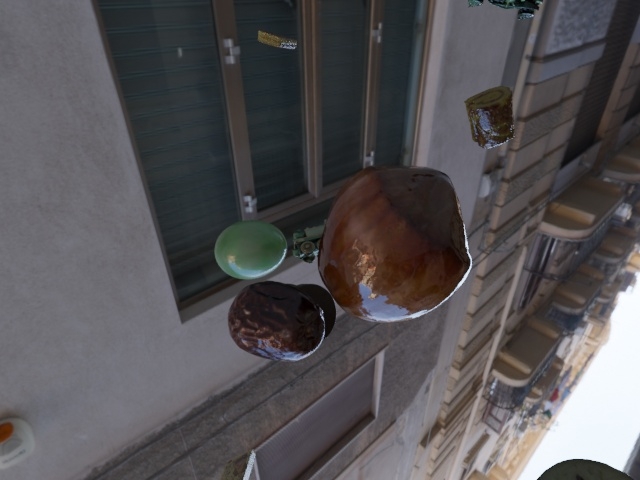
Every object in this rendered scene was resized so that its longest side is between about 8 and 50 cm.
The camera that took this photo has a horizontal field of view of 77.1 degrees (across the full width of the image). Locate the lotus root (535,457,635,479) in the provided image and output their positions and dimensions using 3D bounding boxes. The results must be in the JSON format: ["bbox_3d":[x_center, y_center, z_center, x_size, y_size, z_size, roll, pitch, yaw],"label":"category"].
[{"bbox_3d":[0.439,0.476,0.691,0.235,0.119,0.138,-26,-158,-12],"label":"lotus root"}]

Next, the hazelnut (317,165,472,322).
[{"bbox_3d":[0.149,-0.001,0.892,0.315,0.372,0.372,39,-156,-21],"label":"hazelnut"}]

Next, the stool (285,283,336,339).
[{"bbox_3d":[-0.094,0.226,1.287,0.179,0.179,0.264,-24,-172,-31],"label":"stool"}]

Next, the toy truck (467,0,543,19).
[{"bbox_3d":[0.374,-0.503,0.796,0.154,0.080,0.078,10,-168,-6],"label":"toy truck"}]

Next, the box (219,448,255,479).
[{"bbox_3d":[-0.191,0.528,0.895,0.073,0.020,0.149,-29,-175,4],"label":"box"}]

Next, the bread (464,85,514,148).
[{"bbox_3d":[0.541,-0.384,1.270,0.132,0.172,0.103,-20,-133,15],"label":"bread"}]

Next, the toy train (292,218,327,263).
[{"bbox_3d":[0.000,0.000,1.286,0.194,0.080,0.125,-11,-124,-9],"label":"toy train"}]

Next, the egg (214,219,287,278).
[{"bbox_3d":[-0.257,0.033,1.491,0.270,0.220,0.220,-6,-147,5],"label":"egg"}]

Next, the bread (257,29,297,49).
[{"bbox_3d":[-0.134,-0.622,1.250,0.090,0.035,0.094,25,-152,20],"label":"bread"}]

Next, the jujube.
[{"bbox_3d":[-0.112,0.186,0.946,0.243,0.183,0.183,5,-152,44],"label":"jujube"}]
